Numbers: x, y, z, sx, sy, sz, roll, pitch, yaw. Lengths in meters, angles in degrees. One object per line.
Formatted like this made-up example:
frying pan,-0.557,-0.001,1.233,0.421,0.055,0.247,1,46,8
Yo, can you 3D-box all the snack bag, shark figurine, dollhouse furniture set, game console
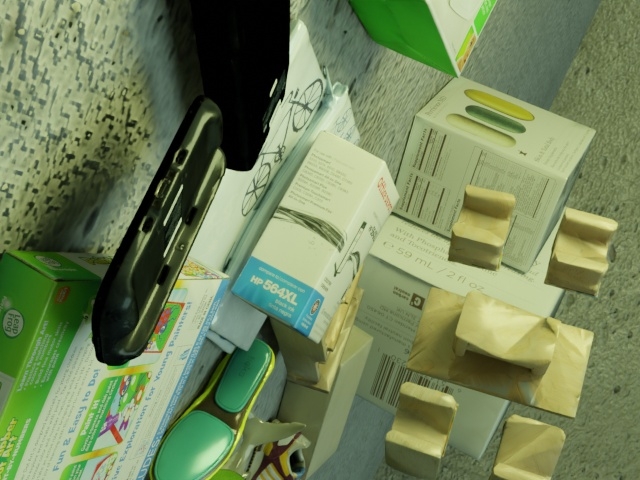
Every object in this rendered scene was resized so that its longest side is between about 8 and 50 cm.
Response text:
snack bag,-0.057,-0.043,1.026,0.323,0.037,0.342,-61,164,-10
shark figurine,-0.129,0.358,1.289,0.278,0.116,0.166,-39,152,-53
dollhouse furniture set,0.153,0.135,1.270,0.256,0.394,0.362,81,27,-64
game console,-0.092,-0.082,0.707,0.213,0.044,0.361,90,16,-57

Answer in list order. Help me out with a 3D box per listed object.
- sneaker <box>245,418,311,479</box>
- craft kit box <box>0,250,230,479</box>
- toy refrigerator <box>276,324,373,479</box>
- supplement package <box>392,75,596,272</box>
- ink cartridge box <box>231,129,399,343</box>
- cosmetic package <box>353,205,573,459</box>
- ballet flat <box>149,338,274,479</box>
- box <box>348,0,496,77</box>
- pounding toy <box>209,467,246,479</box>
sneaker,-0.072,0.385,1.557,0.069,0.083,0.186,-42,153,-54
craft kit box,-0.198,0.131,0.766,0.250,0.061,0.246,-66,161,8
toy refrigerator,-0.007,0.260,1.567,0.102,0.094,0.270,-34,147,-48
supplement package,0.291,-0.119,1.605,0.199,0.262,0.198,-46,156,-49
ink cartridge box,0.000,0.000,1.049,0.203,0.086,0.148,-60,164,-6
cosmetic package,0.259,0.109,1.741,0.394,0.329,0.327,-46,156,-49
ballet flat,-0.128,0.220,1.150,0.231,0.077,0.077,-56,176,-33
box,0.130,-0.334,1.011,0.231,0.126,0.262,-62,164,0
pounding toy,-0.145,0.397,1.120,0.237,0.110,0.183,-44,138,-19
